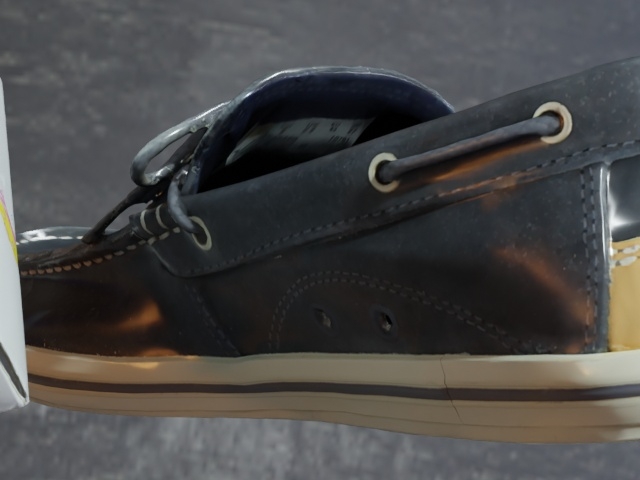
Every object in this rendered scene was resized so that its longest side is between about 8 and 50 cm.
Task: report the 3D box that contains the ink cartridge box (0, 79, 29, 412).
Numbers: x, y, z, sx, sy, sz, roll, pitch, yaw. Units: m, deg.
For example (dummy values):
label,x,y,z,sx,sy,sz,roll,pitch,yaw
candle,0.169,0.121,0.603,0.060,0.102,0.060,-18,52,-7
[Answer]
label,x,y,z,sx,sy,sz,roll,pitch,yaw
ink cartridge box,-0.192,-0.023,0.704,0.128,0.127,0.176,-15,49,3

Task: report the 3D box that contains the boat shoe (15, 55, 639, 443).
label,x,y,z,sx,sy,sz,roll,pitch,yaw
boat shoe,0.000,0.000,0.858,0.187,0.156,0.500,-9,4,-41
